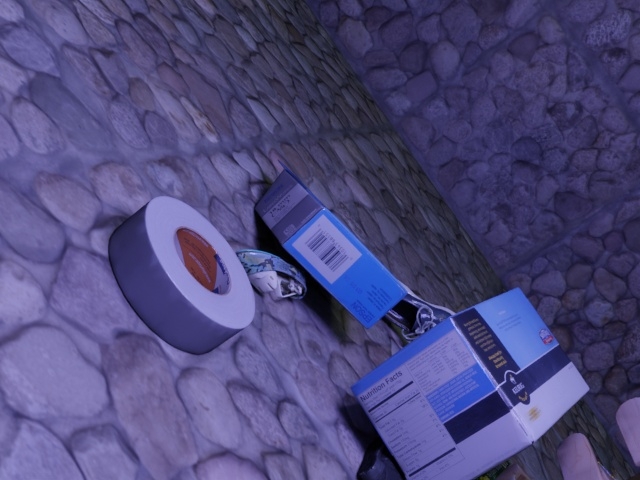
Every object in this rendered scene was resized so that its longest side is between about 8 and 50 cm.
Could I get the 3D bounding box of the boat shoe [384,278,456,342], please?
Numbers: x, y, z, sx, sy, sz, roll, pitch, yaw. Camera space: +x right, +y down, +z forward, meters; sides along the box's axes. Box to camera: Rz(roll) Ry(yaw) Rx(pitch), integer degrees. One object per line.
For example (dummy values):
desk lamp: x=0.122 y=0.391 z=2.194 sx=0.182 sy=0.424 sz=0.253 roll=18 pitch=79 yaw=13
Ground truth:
boat shoe: x=0.206 y=0.164 z=1.924 sx=0.254 sy=0.095 sz=0.079 roll=37 pitch=34 yaw=9

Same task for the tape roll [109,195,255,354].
tape roll: x=-0.188 y=0.047 z=1.266 sx=0.219 sy=0.072 sz=0.219 roll=48 pitch=19 yaw=-22

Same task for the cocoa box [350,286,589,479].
cocoa box: x=0.260 y=0.248 z=1.538 sx=0.228 sy=0.231 sz=0.347 roll=57 pitch=28 yaw=13

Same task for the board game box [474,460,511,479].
board game box: x=0.240 y=0.434 z=1.538 sx=0.030 sy=0.136 sz=0.259 roll=46 pitch=14 yaw=18

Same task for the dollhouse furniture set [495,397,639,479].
dollhouse furniture set: x=0.564 y=0.511 z=1.788 sx=0.362 sy=0.394 sz=0.256 roll=47 pitch=19 yaw=-22

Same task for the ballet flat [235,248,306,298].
ballet flat: x=-0.078 y=0.062 z=1.532 sx=0.188 sy=0.070 sz=0.070 roll=20 pitch=38 yaw=-54

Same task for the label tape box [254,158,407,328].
label tape box: x=0.000 y=0.000 z=1.721 sx=0.240 sy=0.106 sz=0.334 roll=45 pitch=1 yaw=-25

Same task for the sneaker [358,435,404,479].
sneaker: x=0.106 y=0.377 z=1.452 sx=0.089 sy=0.051 sz=0.170 roll=54 pitch=23 yaw=-3
